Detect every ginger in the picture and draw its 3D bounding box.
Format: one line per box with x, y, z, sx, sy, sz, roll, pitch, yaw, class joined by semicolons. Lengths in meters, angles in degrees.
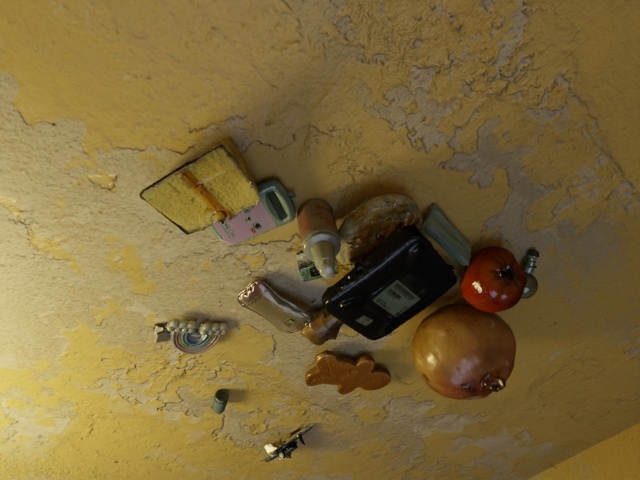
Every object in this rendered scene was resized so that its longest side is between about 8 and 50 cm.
0.068;0.251;1.439;0.294;0.086;0.131;-22;105;1;ginger

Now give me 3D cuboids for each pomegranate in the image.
0.475;0.375;1.449;0.338;0.338;0.338;-5;127;-6;pomegranate

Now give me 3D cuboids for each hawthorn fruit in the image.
0.513;0.132;1.376;0.196;0.196;0.225;7;155;-15;hawthorn fruit

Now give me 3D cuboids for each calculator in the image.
-0.178;-0.075;1.170;0.246;0.045;0.141;-22;128;6;calculator

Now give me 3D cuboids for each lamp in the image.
0.665;0.105;1.434;0.091;0.091;0.163;4;110;-13;lamp

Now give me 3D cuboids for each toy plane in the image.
-0.126;0.855;1.858;0.262;0.088;0.192;-31;153;10;toy plane

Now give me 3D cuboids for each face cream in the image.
0.000;0.000;1.125;0.101;0.252;0.101;-5;127;-6;face cream

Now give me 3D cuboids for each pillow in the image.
-0.144;0.211;1.377;0.232;0.038;0.130;40;118;-18;pillow

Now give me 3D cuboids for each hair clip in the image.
-0.418;0.303;1.419;0.220;0.054;0.140;11;118;-22;hair clip

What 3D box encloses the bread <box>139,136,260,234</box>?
-0.269;-0.106;1.048;0.240;0.135;0.178;-28;108;9;bread

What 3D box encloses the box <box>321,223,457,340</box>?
0.213;0.141;1.308;0.350;0.091;0.359;-41;137;10;box

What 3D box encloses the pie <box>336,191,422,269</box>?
0.158;-0.019;1.225;0.274;0.055;0.274;-16;139;-14;pie

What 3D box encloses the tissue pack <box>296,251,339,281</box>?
-0.011;0.057;1.273;0.111;0.085;0.079;-13;126;2;tissue pack

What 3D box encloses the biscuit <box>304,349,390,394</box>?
0.110;0.490;1.647;0.339;0.047;0.216;14;126;-22;biscuit

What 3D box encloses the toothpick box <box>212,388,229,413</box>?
-0.370;0.594;1.640;0.052;0.052;0.083;9;126;-16;toothpick box

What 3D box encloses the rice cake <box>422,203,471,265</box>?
0.374;-0.013;1.296;0.222;0.080;0.042;38;149;-31;rice cake
